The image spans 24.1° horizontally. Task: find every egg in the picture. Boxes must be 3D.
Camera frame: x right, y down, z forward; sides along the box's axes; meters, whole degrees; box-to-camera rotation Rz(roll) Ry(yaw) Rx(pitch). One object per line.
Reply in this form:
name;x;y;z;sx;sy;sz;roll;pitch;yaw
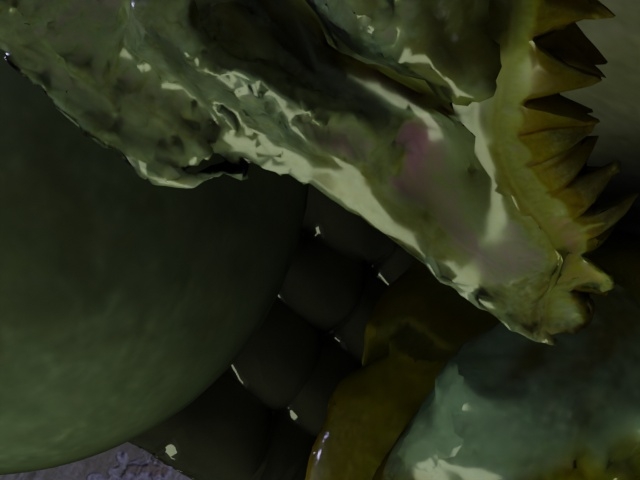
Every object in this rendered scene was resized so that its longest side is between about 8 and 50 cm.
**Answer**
egg;-0.134;-0.041;0.647;0.258;0.258;0.352;34;-162;-12

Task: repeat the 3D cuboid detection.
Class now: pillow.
pillow;-0.004;0.074;0.901;0.101;0.228;0.326;26;168;47

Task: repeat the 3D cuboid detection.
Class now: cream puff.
cream puff;0.145;0.169;0.741;0.378;0.275;0.378;19;158;8

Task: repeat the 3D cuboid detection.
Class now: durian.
durian;-0.022;-0.098;0.441;0.306;0.166;0.172;36;165;7
